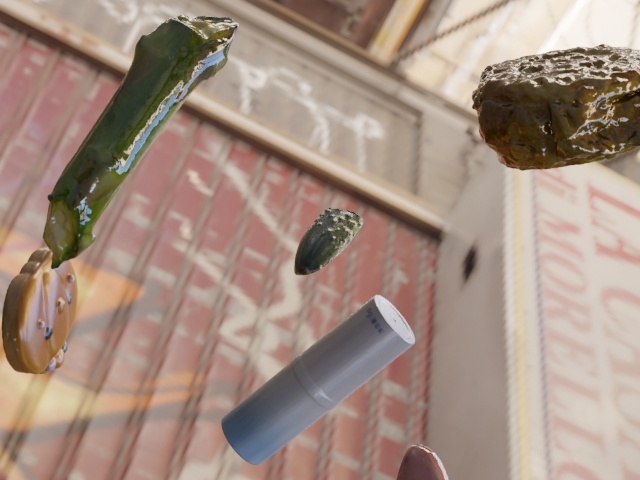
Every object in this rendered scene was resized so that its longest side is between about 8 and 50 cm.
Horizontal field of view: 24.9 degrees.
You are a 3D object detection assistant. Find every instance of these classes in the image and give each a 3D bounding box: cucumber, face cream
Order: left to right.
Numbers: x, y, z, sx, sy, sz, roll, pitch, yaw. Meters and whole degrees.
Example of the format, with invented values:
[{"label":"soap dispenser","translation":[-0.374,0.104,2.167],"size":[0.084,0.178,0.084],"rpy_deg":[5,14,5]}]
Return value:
[{"label":"face cream","translation":[-0.004,0.169,1.736],"size":[0.250,0.077,0.077],"rpy_deg":[-39,-163,15]},{"label":"cucumber","translation":[0.000,0.000,1.776],"size":[0.067,0.035,0.107],"rpy_deg":[-6,-148,36]}]

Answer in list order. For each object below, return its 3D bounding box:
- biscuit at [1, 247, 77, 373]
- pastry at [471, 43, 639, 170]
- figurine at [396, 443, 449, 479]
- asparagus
[{"label":"biscuit","translation":[-0.342,0.097,1.814],"size":[0.170,0.050,0.170],"rpy_deg":[7,90,-77]},{"label":"pastry","translation":[0.307,-0.168,1.769],"size":[0.235,0.240,0.132],"rpy_deg":[-111,-174,-80]},{"label":"figurine","translation":[0.018,0.369,1.116],"size":[0.421,0.154,0.193],"rpy_deg":[-57,168,-2]},{"label":"asparagus","translation":[-0.212,-0.119,1.584],"size":[0.343,0.082,0.085],"rpy_deg":[-53,158,-1]}]
